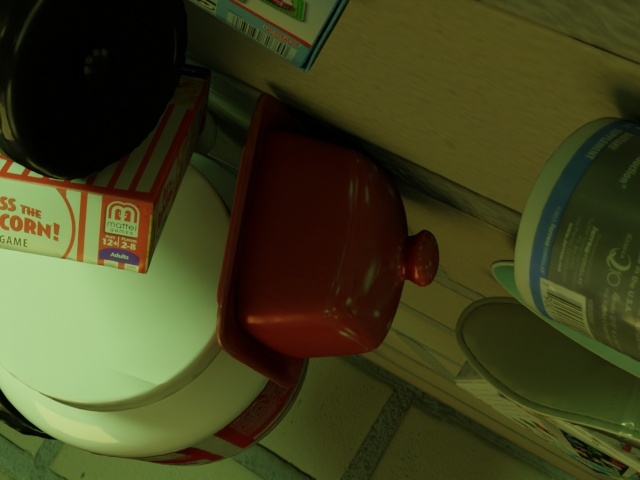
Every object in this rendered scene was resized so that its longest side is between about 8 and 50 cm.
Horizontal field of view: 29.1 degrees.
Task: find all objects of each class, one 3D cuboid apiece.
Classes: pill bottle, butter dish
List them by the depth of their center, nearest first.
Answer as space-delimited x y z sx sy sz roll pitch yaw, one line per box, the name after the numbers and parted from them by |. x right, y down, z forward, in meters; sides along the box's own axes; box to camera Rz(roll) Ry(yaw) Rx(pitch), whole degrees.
0.141 0.014 0.409 0.137 0.078 0.078 26 172 36 | pill bottle
-0.186 -0.126 0.641 0.219 0.123 0.123 28 173 29 | pill bottle
0.014 0.008 0.761 0.118 0.160 0.160 4 165 17 | butter dish
-0.129 0.057 0.960 0.229 0.229 0.407 30 171 8 | pill bottle

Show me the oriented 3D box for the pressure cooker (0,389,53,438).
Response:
-0.370 0.027 1.612 0.420 0.375 0.370 24 156 46 | pressure cooker

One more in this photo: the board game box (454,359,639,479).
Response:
0.243 0.170 1.216 0.193 0.053 0.305 32 174 2 | board game box

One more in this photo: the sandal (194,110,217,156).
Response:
-0.252 -0.149 0.868 0.416 0.102 0.169 16 163 -31 | sandal

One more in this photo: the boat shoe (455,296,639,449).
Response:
0.191 0.104 0.874 0.206 0.075 0.065 23 168 25 | boat shoe

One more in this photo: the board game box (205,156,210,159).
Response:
-0.219 -0.116 1.211 0.347 0.056 0.208 35 168 -27 | board game box

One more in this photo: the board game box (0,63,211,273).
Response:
-0.150 -0.057 0.704 0.147 0.045 0.193 9 -151 -1 | board game box

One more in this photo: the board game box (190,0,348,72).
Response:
-0.052 -0.128 0.384 0.160 0.039 0.211 31 174 -4 | board game box

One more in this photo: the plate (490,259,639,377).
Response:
0.187 0.053 0.728 0.188 0.024 0.188 30 173 4 | plate
